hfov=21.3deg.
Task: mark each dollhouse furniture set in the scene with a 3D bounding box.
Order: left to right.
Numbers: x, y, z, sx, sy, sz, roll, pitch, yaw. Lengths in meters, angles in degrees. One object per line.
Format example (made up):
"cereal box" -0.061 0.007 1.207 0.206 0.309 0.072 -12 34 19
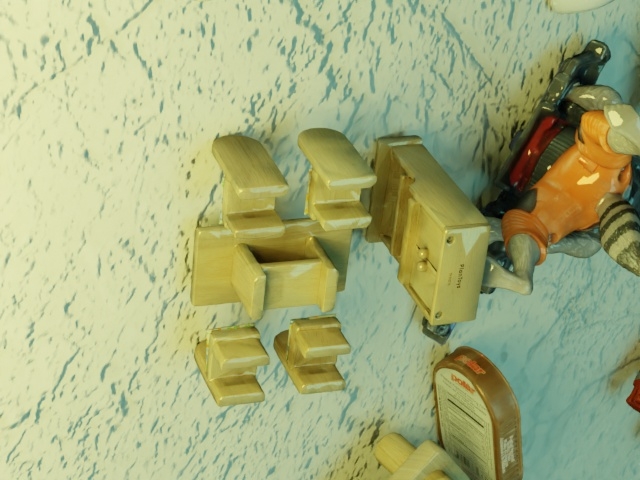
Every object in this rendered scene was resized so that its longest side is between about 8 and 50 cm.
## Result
"dollhouse furniture set" 0.000 0.000 1.479 0.242 0.161 0.212 -5 122 -20

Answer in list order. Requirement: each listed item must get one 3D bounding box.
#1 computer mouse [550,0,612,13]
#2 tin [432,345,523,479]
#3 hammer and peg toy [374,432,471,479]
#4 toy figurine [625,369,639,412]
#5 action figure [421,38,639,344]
"computer mouse" 0.298 -0.272 1.649 0.193 0.042 0.106 -36 139 -25
"tin" 0.165 0.194 1.785 0.040 0.106 0.189 -34 137 -26
"hammer and peg toy" 0.096 0.384 1.813 0.266 0.127 0.361 -46 141 -7
"toy figurine" 0.499 0.195 2.069 0.148 0.209 0.213 -58 142 -16
"action figure" 0.232 -0.010 1.630 0.341 0.178 0.330 -62 171 14
